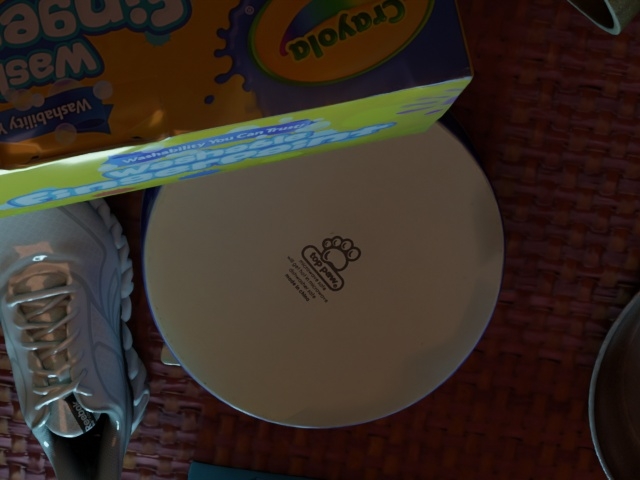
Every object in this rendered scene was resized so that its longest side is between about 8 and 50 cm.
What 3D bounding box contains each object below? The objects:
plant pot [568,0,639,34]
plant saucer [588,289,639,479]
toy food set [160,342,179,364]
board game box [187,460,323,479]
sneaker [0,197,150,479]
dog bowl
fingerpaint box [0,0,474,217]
[{"bbox_3d":[0.201,-0.303,1.077,0.254,0.237,0.237,-43,107,5],"label":"plant pot"},{"bbox_3d":[0.365,0.116,1.351,0.310,0.050,0.310,1,116,2],"label":"plant saucer"},{"bbox_3d":[-0.059,0.005,1.332,0.132,0.038,0.192,6,108,-6],"label":"toy food set"},{"bbox_3d":[0.039,0.334,1.459,0.336,0.079,0.254,8,116,0],"label":"board game box"},{"bbox_3d":[-0.192,0.072,1.298,0.110,0.118,0.292,-8,126,6],"label":"sneaker"},{"bbox_3d":[0.000,0.000,1.258,0.265,0.104,0.265,-1,108,-4],"label":"dog bowl"},{"bbox_3d":[-0.175,-0.210,1.017,0.445,0.163,0.371,-13,84,-8],"label":"fingerpaint box"}]
